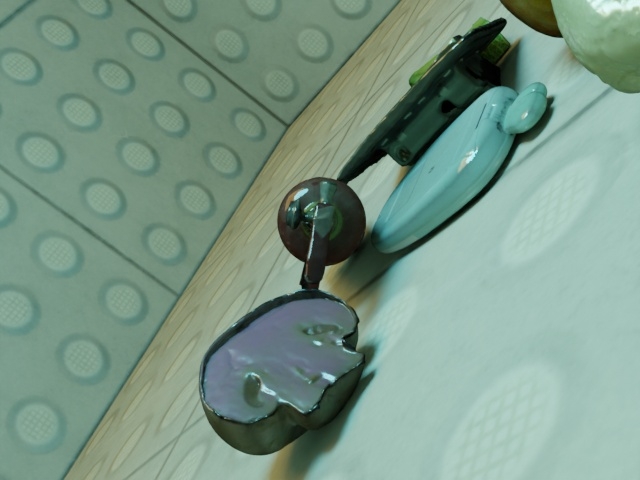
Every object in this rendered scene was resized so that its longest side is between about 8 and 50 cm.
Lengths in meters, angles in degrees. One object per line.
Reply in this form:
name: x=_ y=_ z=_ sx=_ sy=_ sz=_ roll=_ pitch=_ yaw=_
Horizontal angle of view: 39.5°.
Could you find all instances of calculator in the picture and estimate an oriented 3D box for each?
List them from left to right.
calculator: x=0.150 y=-0.085 z=1.019 sx=0.295 sy=0.042 sz=0.184 roll=-43 pitch=14 yaw=46

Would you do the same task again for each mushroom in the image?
mushroom: x=-0.036 y=0.138 z=0.894 sx=0.188 sy=0.141 sz=0.117 roll=-44 pitch=-28 yaw=-31

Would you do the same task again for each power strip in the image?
power strip: x=0.152 y=-0.173 z=1.174 sx=0.257 sy=0.092 sz=0.251 roll=-48 pitch=3 yaw=27

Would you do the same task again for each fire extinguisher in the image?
fire extinguisher: x=0.000 y=0.000 z=1.089 sx=0.337 sy=0.106 sz=0.147 roll=4 pitch=-88 yaw=-88

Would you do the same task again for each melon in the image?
melon: x=0.202 y=-0.259 z=1.338 sx=0.209 sy=0.064 sz=0.118 roll=-38 pitch=13 yaw=46

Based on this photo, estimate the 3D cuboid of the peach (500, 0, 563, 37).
peach: x=0.264 y=-0.309 z=0.893 sx=0.214 sy=0.214 sz=0.235 roll=-59 pitch=-4 yaw=-34

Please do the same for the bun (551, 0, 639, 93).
bun: x=0.274 y=-0.201 z=0.635 sx=0.229 sy=0.145 sz=0.229 roll=-20 pitch=51 yaw=26
